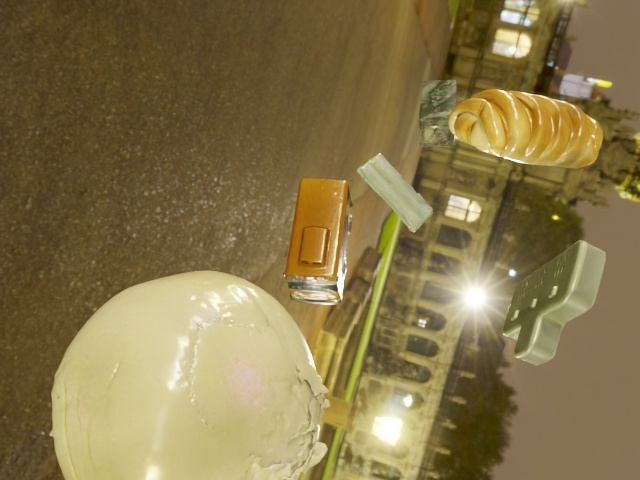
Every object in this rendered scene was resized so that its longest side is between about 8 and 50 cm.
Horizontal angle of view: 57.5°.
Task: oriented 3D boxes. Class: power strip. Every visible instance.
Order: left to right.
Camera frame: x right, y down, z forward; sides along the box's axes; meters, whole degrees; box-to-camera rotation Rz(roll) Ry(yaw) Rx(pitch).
[{"bbox_3d":[0.406,0.128,1.054,0.265,0.059,0.194,108,7,-66],"label":"power strip"}]

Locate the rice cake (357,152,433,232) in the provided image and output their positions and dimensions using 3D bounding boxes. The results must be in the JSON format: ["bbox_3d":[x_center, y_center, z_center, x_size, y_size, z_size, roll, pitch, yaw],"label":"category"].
[{"bbox_3d":[0.197,-0.128,1.529,0.085,0.226,0.040,-45,-176,-20],"label":"rice cake"}]

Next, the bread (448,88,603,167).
[{"bbox_3d":[0.405,-0.218,1.123,0.173,0.311,0.121,46,-51,55],"label":"bread"}]

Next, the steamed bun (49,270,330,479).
[{"bbox_3d":[-0.146,0.192,0.735,0.333,0.232,0.312,-29,101,-49],"label":"steamed bun"}]

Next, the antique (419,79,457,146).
[{"bbox_3d":[0.293,-0.313,1.452,0.086,0.088,0.183,77,19,-45],"label":"antique"}]

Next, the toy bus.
[{"bbox_3d":[0.000,0.000,1.009,0.114,0.098,0.201,76,20,-63],"label":"toy bus"}]
